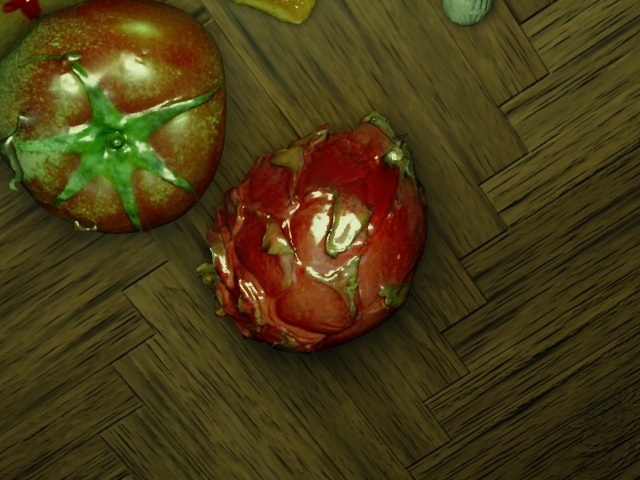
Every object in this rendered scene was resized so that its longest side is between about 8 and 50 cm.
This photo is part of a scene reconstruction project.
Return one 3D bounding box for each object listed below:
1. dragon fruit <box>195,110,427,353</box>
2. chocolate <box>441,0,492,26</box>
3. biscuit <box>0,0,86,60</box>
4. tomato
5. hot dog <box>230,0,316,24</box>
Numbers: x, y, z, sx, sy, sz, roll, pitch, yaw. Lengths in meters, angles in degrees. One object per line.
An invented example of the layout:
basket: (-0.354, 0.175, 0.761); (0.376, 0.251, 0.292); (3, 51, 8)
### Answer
dragon fruit: (0.000, 0.000, 1.885); (0.343, 0.277, 0.277); (-31, 113, 13)
chocolate: (0.198, -0.361, 1.858); (0.072, 0.072, 0.167); (4, 112, -8)
biscuit: (-0.336, -0.350, 1.784); (0.320, 0.047, 0.183); (-34, 139, 0)
tomato: (-0.261, -0.161, 1.797); (0.304, 0.239, 0.303); (-3, 115, -6)
hot dog: (-0.134, -0.346, 1.810); (0.286, 0.061, 0.087); (22, 110, -28)
